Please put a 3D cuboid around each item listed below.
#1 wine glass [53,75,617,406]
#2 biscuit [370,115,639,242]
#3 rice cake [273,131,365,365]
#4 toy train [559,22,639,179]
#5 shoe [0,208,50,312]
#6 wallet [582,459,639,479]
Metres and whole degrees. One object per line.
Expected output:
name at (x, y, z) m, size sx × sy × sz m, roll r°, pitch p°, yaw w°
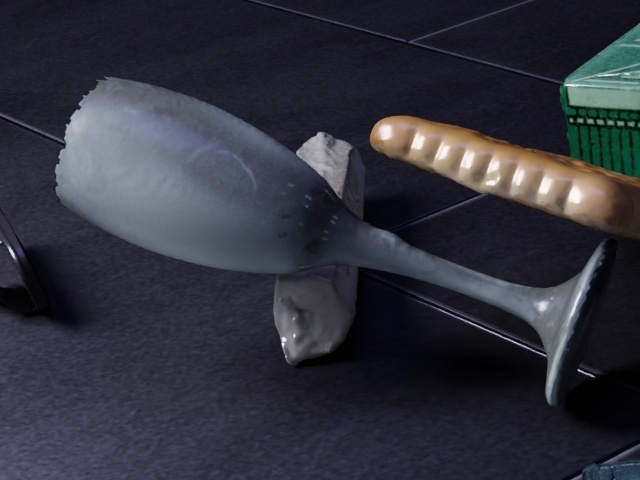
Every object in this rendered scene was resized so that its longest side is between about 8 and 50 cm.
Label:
wine glass at (0.027, -0.010, 1.137) m, size 0.309 × 0.096 × 0.264 m, roll 20°, pitch 8°, yaw 14°
biscuit at (0.147, -0.031, 1.096) m, size 0.160 × 0.030 × 0.249 m, roll 21°, pitch 7°, yaw 29°
rice cake at (0.000, 0.000, 1.223) m, size 0.052 × 0.057 × 0.256 m, roll 12°, pitch 24°, yaw -2°
toy train at (0.278, -0.094, 1.295) m, size 0.154 × 0.115 × 0.269 m, roll -2°, pitch 22°, yaw 36°
shoe at (-0.222, 0.013, 1.264) m, size 0.053 × 0.062 × 0.159 m, roll -25°, pitch 26°, yaw -8°
wallet at (0.192, 0.125, 0.899) m, size 0.129 × 0.026 × 0.088 m, roll -6°, pitch 22°, yaw 6°
